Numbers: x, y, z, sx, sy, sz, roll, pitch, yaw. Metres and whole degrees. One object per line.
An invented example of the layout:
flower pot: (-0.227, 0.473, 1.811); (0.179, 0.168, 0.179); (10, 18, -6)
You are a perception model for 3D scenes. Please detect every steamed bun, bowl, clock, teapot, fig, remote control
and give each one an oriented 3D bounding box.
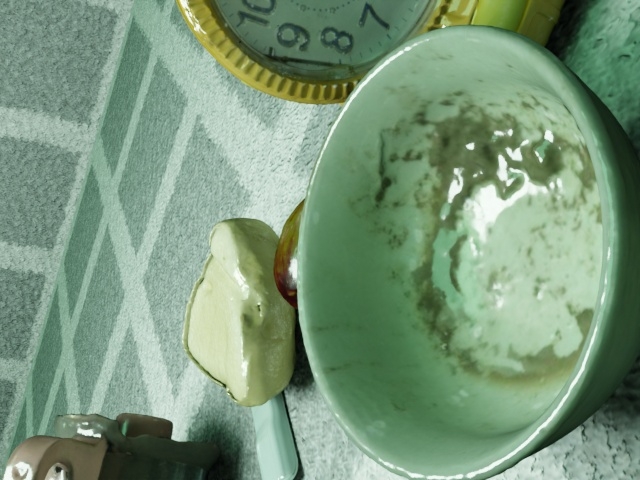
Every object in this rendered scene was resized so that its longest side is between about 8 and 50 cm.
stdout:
steamed bun: (-0.085, 0.082, 0.882); (0.231, 0.110, 0.213); (26, 110, 56)
bowl: (0.116, 0.013, 0.486); (0.289, 0.146, 0.290); (-15, 71, 55)
clock: (0.029, -0.218, 0.573); (0.200, 0.316, 0.244); (-133, 59, -64)
teapot: (-0.285, 0.398, 0.891); (0.305, 0.376, 0.362); (0, 66, 18)
fig: (0.000, 0.000, 0.762); (0.109, 0.103, 0.155); (-17, 72, 34)
remote control: (-0.062, 0.233, 0.863); (0.061, 0.029, 0.162); (-57, 34, 30)
